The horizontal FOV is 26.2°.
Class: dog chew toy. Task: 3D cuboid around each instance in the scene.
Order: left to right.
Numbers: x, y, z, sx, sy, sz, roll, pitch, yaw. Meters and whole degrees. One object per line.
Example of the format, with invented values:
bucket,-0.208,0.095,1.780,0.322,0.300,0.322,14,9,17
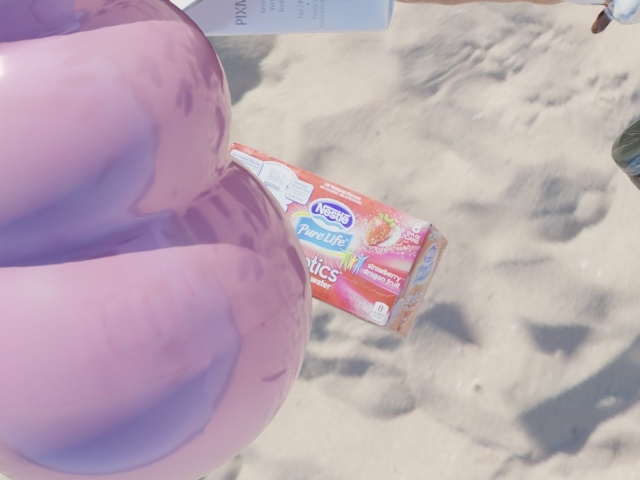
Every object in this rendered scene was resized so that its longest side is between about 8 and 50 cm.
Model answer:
dog chew toy,-0.126,-0.038,0.687,0.206,0.206,0.332,-8,113,17

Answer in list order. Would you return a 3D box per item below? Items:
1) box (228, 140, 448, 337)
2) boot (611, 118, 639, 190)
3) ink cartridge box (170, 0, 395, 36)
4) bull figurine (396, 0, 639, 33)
box,0.000,0.000,1.558,0.257,0.122,0.128,23,87,18
boot,0.405,-0.067,1.238,0.236,0.085,0.178,-25,113,23
ink cartridge box,-0.073,-0.199,0.863,0.224,0.181,0.056,-1,135,-5
bull figurine,0.210,-0.303,1.412,0.310,0.188,0.101,5,141,11
